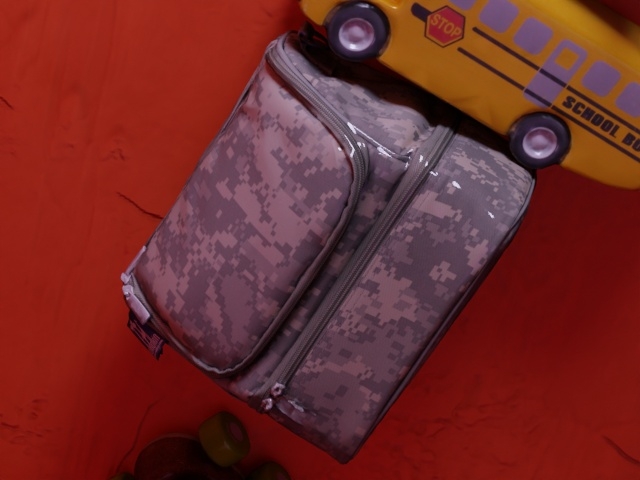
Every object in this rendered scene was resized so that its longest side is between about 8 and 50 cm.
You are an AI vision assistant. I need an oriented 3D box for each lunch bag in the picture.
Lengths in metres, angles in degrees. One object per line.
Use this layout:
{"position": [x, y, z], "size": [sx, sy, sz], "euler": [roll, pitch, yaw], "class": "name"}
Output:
{"position": [0.000, 0.000, 1.357], "size": [0.256, 0.212, 0.305], "euler": [34, 114, 2], "class": "lunch bag"}

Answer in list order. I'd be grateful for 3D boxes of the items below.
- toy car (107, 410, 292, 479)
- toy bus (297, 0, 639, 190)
{"position": [-0.122, 0.283, 1.513], "size": [0.155, 0.188, 0.149], "euler": [-33, 113, 18], "class": "toy car"}
{"position": [0.146, -0.164, 1.310], "size": [0.333, 0.108, 0.130], "euler": [29, 115, -14], "class": "toy bus"}
